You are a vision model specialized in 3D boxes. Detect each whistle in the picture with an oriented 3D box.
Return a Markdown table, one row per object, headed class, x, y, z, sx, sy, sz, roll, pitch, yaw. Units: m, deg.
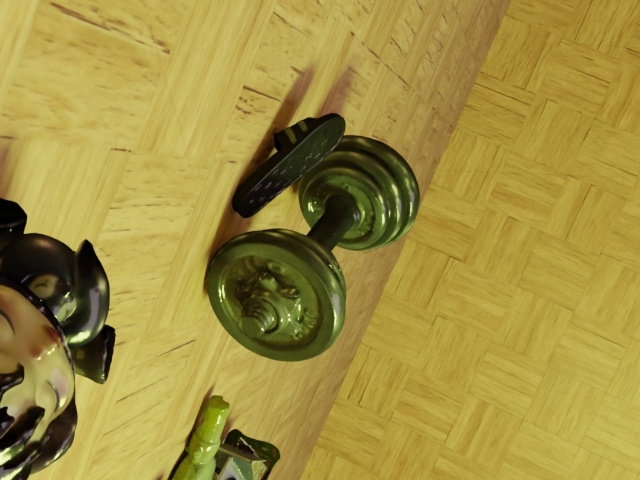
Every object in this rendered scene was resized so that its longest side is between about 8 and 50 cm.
| class | x | y | z | sx | sy | sz | roll | pitch | yaw |
| --- | --- | --- | --- | --- | --- | --- | --- | --- | --- |
| whistle | -0.176 | 0.325 | 1.371 | 0.198 | 0.057 | 0.104 | -67 | 170 | 16 |

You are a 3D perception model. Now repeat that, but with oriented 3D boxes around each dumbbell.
| class | x | y | z | sx | sy | sz | roll | pitch | yaw |
| --- | --- | --- | --- | --- | --- | --- | --- | --- | --- |
| dumbbell | 0.000 | 0.000 | 1.180 | 0.406 | 0.179 | 0.179 | -52 | 163 | -51 |

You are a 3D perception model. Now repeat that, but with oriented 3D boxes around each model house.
| class | x | y | z | sx | sy | sz | roll | pitch | yaw |
| --- | --- | --- | --- | --- | --- | --- | --- | --- | --- |
| model house | -0.155 | 0.391 | 1.539 | 0.167 | 0.117 | 0.088 | -60 | 152 | -23 |

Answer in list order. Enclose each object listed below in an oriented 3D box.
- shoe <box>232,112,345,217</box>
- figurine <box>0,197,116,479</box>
| class | x | y | z | sx | sy | sz | roll | pitch | yaw |
| --- | --- | --- | --- | --- | --- | --- | --- | --- | --- |
| shoe | -0.046 | -0.102 | 1.094 | 0.179 | 0.049 | 0.071 | -42 | 157 | -17 |
| figurine | -0.210 | 0.078 | 0.505 | 0.222 | 0.145 | 0.145 | -69 | 178 | -60 |
